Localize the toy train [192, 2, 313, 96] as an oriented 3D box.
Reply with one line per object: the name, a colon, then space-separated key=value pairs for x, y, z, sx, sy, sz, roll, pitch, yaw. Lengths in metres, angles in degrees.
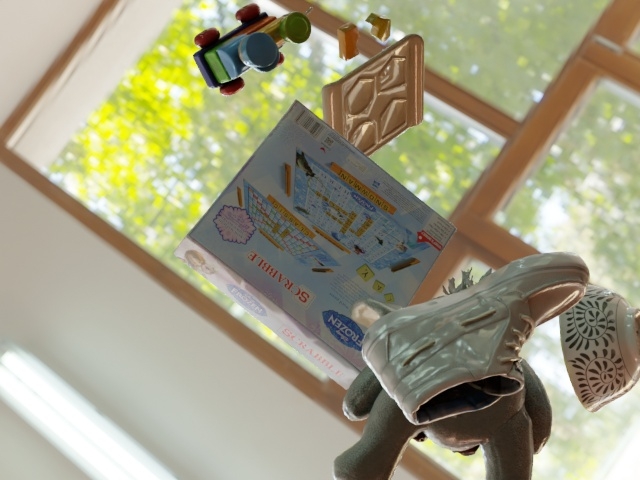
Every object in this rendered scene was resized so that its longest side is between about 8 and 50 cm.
toy train: x=-0.062 y=-0.319 z=1.980 sx=0.248 sy=0.143 sz=0.105 roll=-37 pitch=-71 yaw=-30

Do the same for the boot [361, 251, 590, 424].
boot: x=0.180 y=0.105 z=1.310 sx=0.258 sy=0.123 sz=0.095 roll=-21 pitch=-43 yaw=-11

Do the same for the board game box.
board game box: x=0.000 y=0.000 z=1.896 sx=0.318 sy=0.318 sz=0.066 roll=-54 pitch=4 yaw=-36

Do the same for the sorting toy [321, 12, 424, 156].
sorting toy: x=0.091 y=-0.282 z=2.318 sx=0.229 sy=0.041 sz=0.307 roll=-32 pitch=-40 yaw=-27

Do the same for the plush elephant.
plush elephant: x=0.166 y=0.177 z=1.706 sx=0.255 sy=0.271 sz=0.330 roll=-86 pitch=4 yaw=-82

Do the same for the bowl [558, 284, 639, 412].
bowl: x=0.365 y=0.126 z=1.623 sx=0.170 sy=0.080 sz=0.170 roll=32 pitch=-128 yaw=-52
